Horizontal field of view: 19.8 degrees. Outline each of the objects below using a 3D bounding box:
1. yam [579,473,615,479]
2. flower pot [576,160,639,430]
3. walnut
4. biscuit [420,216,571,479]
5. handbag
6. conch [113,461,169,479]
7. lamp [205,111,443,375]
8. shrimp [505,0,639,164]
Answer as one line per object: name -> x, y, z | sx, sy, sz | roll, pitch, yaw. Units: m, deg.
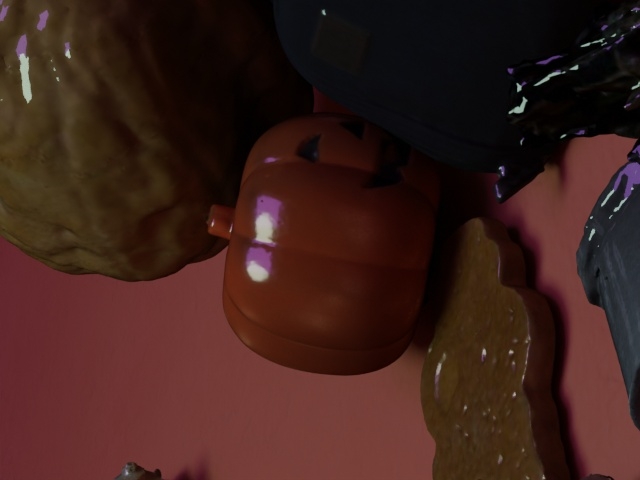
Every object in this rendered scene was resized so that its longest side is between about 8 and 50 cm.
yam -> 0.135, 0.192, 1.063 | 0.054, 0.054, 0.132 | -102, 32, -41
flower pot -> 0.212, -0.013, 0.889 | 0.108, 0.103, 0.229 | -103, 31, -45
walnut -> -0.161, -0.141, 1.363 | 0.344, 0.306, 0.306 | 74, -173, -55
biscuit -> 0.108, 0.098, 1.185 | 0.144, 0.040, 0.236 | -38, 45, 49
handbag -> 0.061, -0.205, 1.142 | 0.302, 0.178, 0.275 | 107, 149, -44
conch -> -0.180, 0.310, 1.708 | 0.178, 0.163, 0.245 | -53, -36, -66
lamp -> 0.000, 0.000, 1.286 | 0.187, 0.164, 0.187 | 12, -90, -89
shrimp -> 0.230, -0.018, 0.723 | 0.365, 0.071, 0.233 | 0, 85, 35
